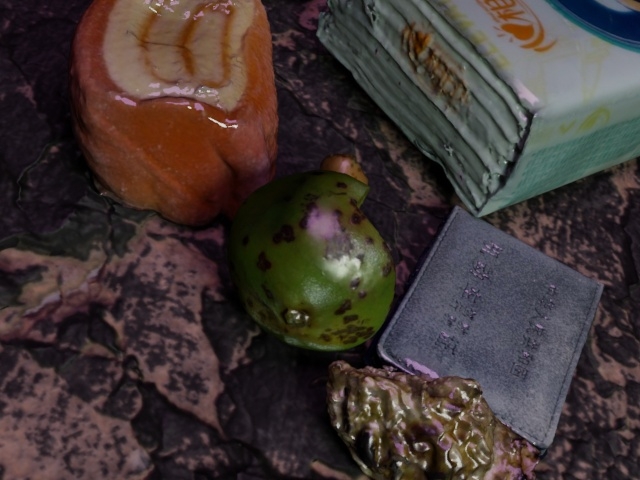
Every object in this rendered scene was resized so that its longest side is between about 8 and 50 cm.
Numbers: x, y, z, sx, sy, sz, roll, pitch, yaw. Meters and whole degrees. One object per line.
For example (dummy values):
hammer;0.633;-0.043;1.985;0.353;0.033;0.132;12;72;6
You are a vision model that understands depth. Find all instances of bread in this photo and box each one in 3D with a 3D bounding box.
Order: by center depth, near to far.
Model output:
bread;-0.126;-0.142;0.938;0.190;0.123;0.244;7;48;-12

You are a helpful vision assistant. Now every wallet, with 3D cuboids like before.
wallet;0.148;0.073;0.908;0.167;0.036;0.222;29;47;6

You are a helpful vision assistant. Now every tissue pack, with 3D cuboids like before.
tissue pack;0.234;-0.206;1.086;0.388;0.162;0.287;-19;58;-35

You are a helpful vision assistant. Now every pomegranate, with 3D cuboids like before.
pomegranate;-0.013;0.000;0.839;0.122;0.143;0.169;5;59;-15

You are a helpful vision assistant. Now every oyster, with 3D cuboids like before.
oyster;0.080;0.145;0.792;0.177;0.056;0.105;42;79;10
